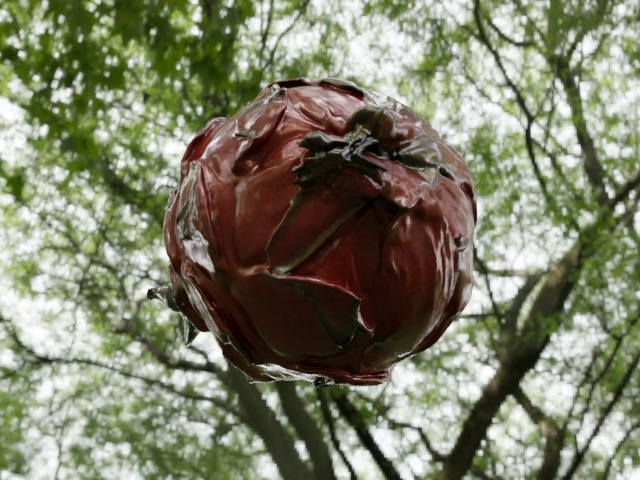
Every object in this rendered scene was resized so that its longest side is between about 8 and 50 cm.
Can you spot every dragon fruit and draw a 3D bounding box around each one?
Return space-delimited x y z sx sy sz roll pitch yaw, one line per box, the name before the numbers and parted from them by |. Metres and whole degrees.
dragon fruit | 0.000 0.000 0.557 0.172 0.172 0.209 26 -32 -23
